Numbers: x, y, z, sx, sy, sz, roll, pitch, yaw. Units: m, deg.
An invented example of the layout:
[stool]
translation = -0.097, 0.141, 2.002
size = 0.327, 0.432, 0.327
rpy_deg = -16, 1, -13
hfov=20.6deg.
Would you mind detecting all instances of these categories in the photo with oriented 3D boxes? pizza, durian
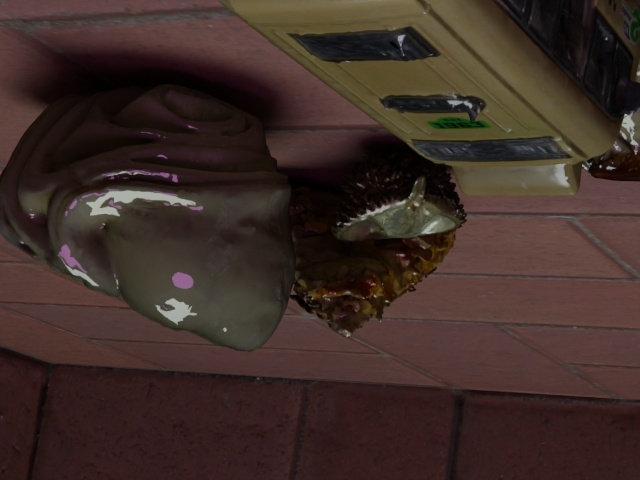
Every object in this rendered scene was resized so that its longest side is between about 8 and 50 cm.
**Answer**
[pizza]
translation = 0.000, 0.000, 1.984
size = 0.251, 0.074, 0.287
rpy_deg = 18, -156, 18
[durian]
translation = 0.084, -0.054, 1.857
size = 0.148, 0.091, 0.188
rpy_deg = -3, 171, -9

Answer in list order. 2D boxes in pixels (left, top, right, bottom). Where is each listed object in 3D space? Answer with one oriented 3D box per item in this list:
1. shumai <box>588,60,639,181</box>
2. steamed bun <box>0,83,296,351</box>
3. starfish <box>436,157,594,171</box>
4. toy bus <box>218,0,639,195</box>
[shumai]
translation = 0.242, -0.111, 1.439
size = 0.201, 0.120, 0.201
rpy_deg = 6, 170, 1
[steamed bun]
translation = -0.154, -0.051, 1.764
size = 0.310, 0.219, 0.324
rpy_deg = 25, -171, -11
[starfish]
translation = 0.174, -0.090, 1.711
size = 0.176, 0.053, 0.208
rpy_deg = -8, 163, 37
[toy bus]
translation = 0.080, -0.167, 1.106
size = 0.177, 0.202, 0.365
rpy_deg = 0, 166, 28
